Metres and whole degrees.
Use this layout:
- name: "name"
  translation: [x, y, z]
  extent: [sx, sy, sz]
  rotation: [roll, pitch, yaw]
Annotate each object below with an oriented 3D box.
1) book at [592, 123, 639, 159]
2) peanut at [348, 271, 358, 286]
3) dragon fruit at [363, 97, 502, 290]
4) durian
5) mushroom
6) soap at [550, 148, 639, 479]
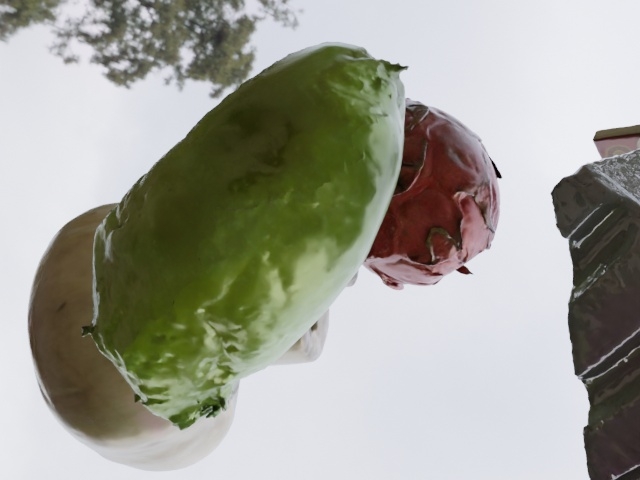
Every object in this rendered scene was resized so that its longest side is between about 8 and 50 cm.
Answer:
- name: "book"
  translation: [0.470, -0.069, 0.929]
  extent: [0.162, 0.232, 0.022]
  rotation: [-4, -131, 40]
- name: "peanut"
  translation: [0.001, -0.001, 1.264]
  extent: [0.104, 0.228, 0.086]
  rotation: [17, -125, 41]
- name: "dragon fruit"
  translation: [0.110, -0.062, 0.914]
  extent: [0.252, 0.241, 0.241]
  rotation: [35, -75, 23]
- name: "durian"
  translation: [-0.060, -0.026, 0.627]
  extent: [0.340, 0.204, 0.256]
  rotation: [-47, -160, 32]
- name: "mushroom"
  translation: [-0.195, 0.132, 0.891]
  extent: [0.353, 0.325, 0.353]
  rotation: [16, -56, 24]
- name: "soap"
  translation: [0.254, 0.098, 0.567]
  extent: [0.258, 0.159, 0.302]
  rotation: [47, -39, 18]
